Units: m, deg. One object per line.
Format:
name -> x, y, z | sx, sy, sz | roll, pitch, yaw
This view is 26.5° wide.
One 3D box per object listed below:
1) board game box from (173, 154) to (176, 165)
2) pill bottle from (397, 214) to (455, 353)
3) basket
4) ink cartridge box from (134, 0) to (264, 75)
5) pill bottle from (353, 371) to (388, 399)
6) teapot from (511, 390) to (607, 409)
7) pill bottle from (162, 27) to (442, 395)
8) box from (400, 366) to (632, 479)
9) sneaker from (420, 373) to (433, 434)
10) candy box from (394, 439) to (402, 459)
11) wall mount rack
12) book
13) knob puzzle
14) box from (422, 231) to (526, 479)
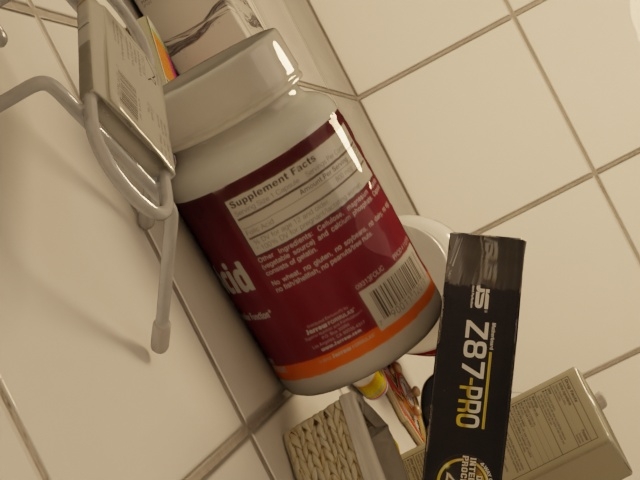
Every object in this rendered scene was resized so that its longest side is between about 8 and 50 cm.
board game box -> -0.132, -0.061, 1.748 | 0.133, 0.033, 0.168 | 66, 11, 18
pill bottle -> 0.160, 0.079, 2.277 | 0.229, 0.229, 0.407 | 65, 10, 11
basket -> 0.037, 0.275, 1.528 | 0.113, 0.103, 0.167 | 50, 16, -51
ink cartridge box -> -0.141, -0.273, 1.951 | 0.283, 0.117, 0.207 | 59, 10, 6
pill bottle -> 0.067, 0.204, 2.026 | 0.083, 0.043, 0.043 | 50, 16, -52
teapot -> 0.378, 0.394, 2.441 | 0.187, 0.256, 0.253 | 5, 84, -33
pill bottle -> -0.039, -0.034, 1.605 | 0.392, 0.224, 0.224 | 60, 10, -13
box -> 0.278, 0.331, 1.988 | 0.121, 0.311, 0.148 | 52, 14, -46
sneaker -> 0.252, 0.359, 2.295 | 0.148, 0.131, 0.350 | 55, 12, -58
candy box -> 0.098, 0.335, 1.891 | 0.105, 0.027, 0.206 | 57, 12, -38
wall mount rack -> -0.194, -0.079, 1.257 | 0.304, 0.130, 0.350 | 51, 15, -35
book -> -0.204, -0.210, 1.781 | 0.144, 0.035, 0.096 | 68, 9, 27
knob puzzle -> 0.137, 0.245, 2.309 | 0.213, 0.030, 0.213 | 59, 11, -19
box -> 0.183, 0.174, 1.629 | 0.395, 0.097, 0.318 | 51, 44, -79
